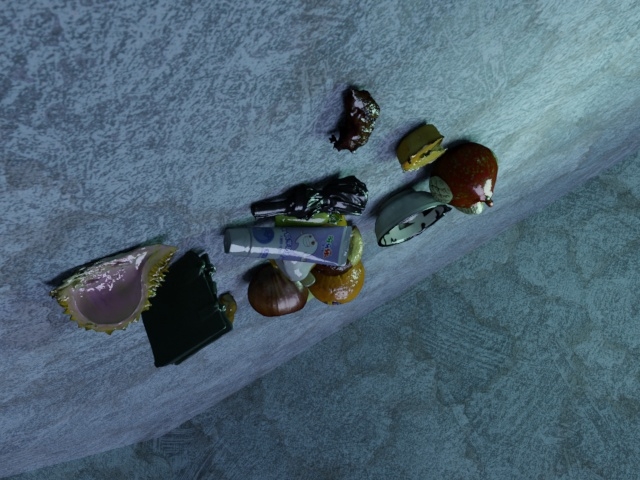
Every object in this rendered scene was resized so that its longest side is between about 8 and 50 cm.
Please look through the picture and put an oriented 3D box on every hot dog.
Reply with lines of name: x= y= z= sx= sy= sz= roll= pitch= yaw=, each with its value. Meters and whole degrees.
hot dog: x=-0.352 y=0.274 z=2.090 sx=0.068 sy=0.083 sz=0.289 roll=-41 pitch=170 yaw=-32

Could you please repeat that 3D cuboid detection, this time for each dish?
dish: x=0.302 y=-0.095 z=1.998 sx=0.303 sy=0.120 sz=0.303 roll=-25 pitch=163 yaw=-8

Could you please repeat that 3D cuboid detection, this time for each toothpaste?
toothpaste: x=-0.085 y=0.008 z=1.598 sx=0.372 sy=0.080 sz=0.125 roll=3 pitch=105 yaw=-27

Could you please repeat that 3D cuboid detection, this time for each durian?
durian: x=-0.491 y=0.113 z=1.427 sx=0.305 sy=0.185 sz=0.196 roll=-32 pitch=-173 yaw=-17

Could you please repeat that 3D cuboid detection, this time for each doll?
doll: x=-0.029 y=0.014 z=1.741 sx=0.270 sy=0.162 sz=0.166 roll=-21 pitch=141 yaw=-8

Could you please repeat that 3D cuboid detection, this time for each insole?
insole: x=-0.080 y=0.082 z=1.807 sx=0.063 sy=0.192 sz=0.010 roll=-33 pitch=140 yaw=-12

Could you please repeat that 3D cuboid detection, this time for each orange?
orange: x=0.053 y=0.130 z=2.080 sx=0.219 sy=0.219 sz=0.193 roll=-30 pitch=169 yaw=2

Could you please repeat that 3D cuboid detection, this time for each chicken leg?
chicken leg: x=0.082 y=-0.271 z=1.299 sx=0.105 sy=0.063 sz=0.233 roll=-26 pitch=160 yaw=-25

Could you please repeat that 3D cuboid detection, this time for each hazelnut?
hazelnut: x=-0.149 y=0.165 z=1.963 sx=0.210 sy=0.210 sz=0.186 roll=-29 pitch=-174 yaw=0

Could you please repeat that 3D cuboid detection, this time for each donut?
donut: x=0.073 y=0.041 z=1.954 sx=0.217 sy=0.141 sz=0.085 roll=-38 pitch=-179 yaw=-15
donut: x=0.280 y=-0.259 z=1.611 sx=0.146 sy=0.078 sz=0.181 roll=-31 pitch=168 yaw=10

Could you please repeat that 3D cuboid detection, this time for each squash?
squash: x=-0.035 y=-0.075 z=1.631 sx=0.200 sy=0.075 sz=0.090 roll=-3 pitch=136 yaw=-11

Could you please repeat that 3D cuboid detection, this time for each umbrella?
umbrella: x=-0.024 y=-0.104 z=1.543 sx=0.341 sy=0.118 sz=0.118 roll=-11 pitch=156 yaw=-22

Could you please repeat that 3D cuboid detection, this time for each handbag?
handbag: x=-0.374 y=0.190 z=1.550 sx=0.260 sy=0.247 sz=0.079 roll=-35 pitch=155 yaw=20

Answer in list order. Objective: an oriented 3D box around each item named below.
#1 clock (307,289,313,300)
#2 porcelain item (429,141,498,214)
clock: x=-0.126 y=0.203 z=2.194 sx=0.232 sy=0.069 sz=0.170 roll=-32 pitch=146 yaw=9
porcelain item: x=0.487 y=-0.190 z=1.853 sx=0.253 sy=0.252 sz=0.253 roll=-26 pitch=162 yaw=-9
